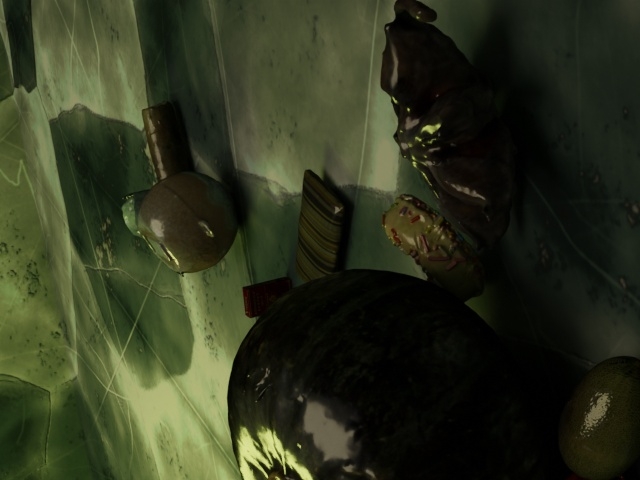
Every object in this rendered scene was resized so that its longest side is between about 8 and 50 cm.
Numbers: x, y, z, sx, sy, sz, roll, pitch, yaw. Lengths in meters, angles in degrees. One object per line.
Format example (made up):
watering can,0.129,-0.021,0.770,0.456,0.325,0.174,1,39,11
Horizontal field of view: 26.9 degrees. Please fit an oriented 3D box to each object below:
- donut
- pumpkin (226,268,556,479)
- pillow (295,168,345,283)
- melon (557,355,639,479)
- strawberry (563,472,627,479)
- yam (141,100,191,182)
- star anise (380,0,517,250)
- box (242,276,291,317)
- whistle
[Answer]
donut,0.148,0.023,1.673,0.166,0.065,0.108,53,171,-26
pumpkin,0.087,0.244,1.644,0.454,0.344,0.454,41,147,34
pillow,0.000,0.000,2.076,0.113,0.038,0.203,48,143,40
melon,0.313,0.192,1.453,0.099,0.099,0.162,55,144,39
strawberry,0.342,0.330,1.498,0.188,0.082,0.121,40,157,38
yam,-0.278,-0.109,2.555,0.067,0.071,0.317,-28,-76,-83
star anise,0.158,-0.140,1.551,0.316,0.139,0.359,58,177,-9
box,-0.088,0.096,2.251,0.023,0.082,0.051,28,127,59
whistle,-0.261,-0.044,2.432,0.348,0.189,0.189,12,113,59
